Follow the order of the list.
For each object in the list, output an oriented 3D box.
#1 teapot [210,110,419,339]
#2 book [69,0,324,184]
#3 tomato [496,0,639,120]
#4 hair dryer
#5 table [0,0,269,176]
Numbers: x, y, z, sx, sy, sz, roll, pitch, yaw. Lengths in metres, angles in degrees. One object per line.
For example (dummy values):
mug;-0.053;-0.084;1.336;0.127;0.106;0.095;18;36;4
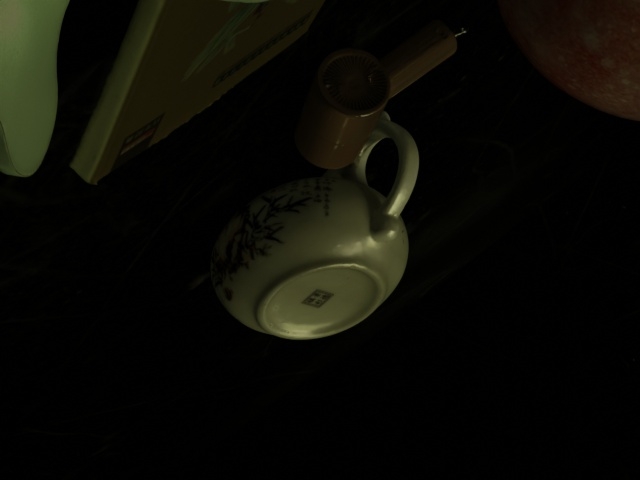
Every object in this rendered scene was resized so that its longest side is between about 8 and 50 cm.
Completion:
teapot;0.000;0.000;0.989;0.208;0.166;0.300;29;115;-31
book;-0.008;-0.167;0.456;0.217;0.021;0.310;-45;177;-40
tomato;0.275;-0.209;0.704;0.270;0.227;0.270;-27;161;-10
hair dryer;0.060;-0.139;0.807;0.181;0.064;0.117;-37;170;-21
table;-0.098;-0.108;0.259;0.166;0.166;0.198;-35;176;-1
